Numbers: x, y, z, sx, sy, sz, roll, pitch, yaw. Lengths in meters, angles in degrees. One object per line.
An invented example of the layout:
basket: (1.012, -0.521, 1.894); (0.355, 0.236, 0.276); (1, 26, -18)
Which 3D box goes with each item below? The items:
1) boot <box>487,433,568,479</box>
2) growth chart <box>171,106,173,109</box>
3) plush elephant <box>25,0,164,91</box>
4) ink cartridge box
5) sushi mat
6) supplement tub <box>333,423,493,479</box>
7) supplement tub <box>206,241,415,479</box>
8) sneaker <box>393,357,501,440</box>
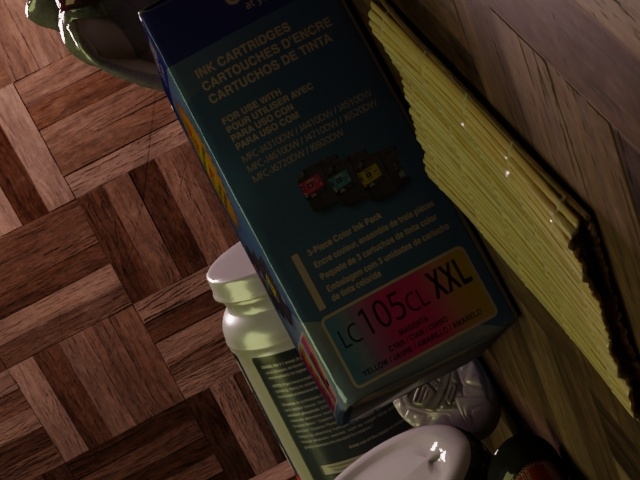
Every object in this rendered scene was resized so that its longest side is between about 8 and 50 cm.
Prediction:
boot: (0.196, 0.273, 1.411); (0.176, 0.088, 0.244); (-123, 15, -54)
growth chart: (-0.091, -0.058, 1.986); (0.237, 0.021, 0.172); (55, 177, -38)
plush elephant: (-0.211, -0.285, 1.781); (0.255, 0.330, 0.272); (43, -178, -39)
ink cartridge box: (-0.012, -0.064, 1.404); (0.395, 0.151, 0.270); (64, 176, 8)
sushi mat: (0.106, -0.028, 1.072); (0.151, 0.019, 0.316); (65, 175, -34)
supplement tub: (0.137, 0.330, 1.534); (0.316, 0.193, 0.193); (54, 179, -18)
supplement tub: (0.017, 0.118, 1.829); (0.272, 0.191, 0.191); (64, 175, -15)
sneaker: (0.110, 0.126, 1.646); (0.115, 0.090, 0.232); (29, -176, -34)
